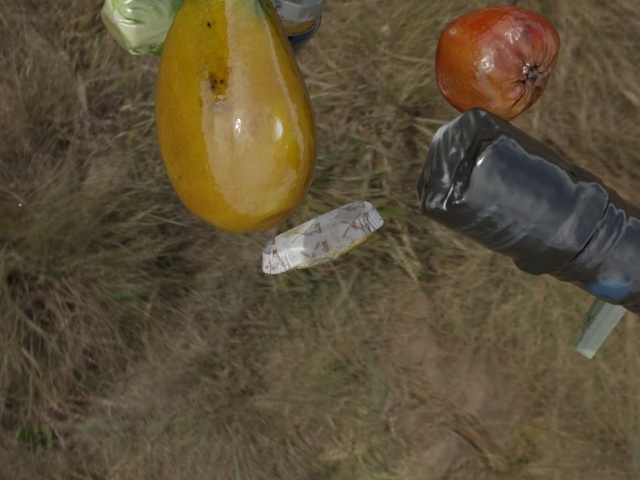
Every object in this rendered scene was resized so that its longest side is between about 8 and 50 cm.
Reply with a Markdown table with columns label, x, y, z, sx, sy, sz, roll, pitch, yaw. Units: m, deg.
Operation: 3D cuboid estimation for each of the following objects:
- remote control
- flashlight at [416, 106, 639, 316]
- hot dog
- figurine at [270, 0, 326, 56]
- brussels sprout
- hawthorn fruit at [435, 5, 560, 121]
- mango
| label | x | y | z | sx | sy | sz | roll | pitch | yaw |
| --- | --- | --- | --- | --- | --- | --- | --- | --- | --- |
| remote control | 0.383 | 0.013 | 1.177 | 0.038 | 0.123 | 0.285 | 32 | 112 | 10 |
| flashlight | 0.270 | 0.027 | 0.835 | 0.424 | 0.103 | 0.103 | 27 | 84 | -19 |
| hot dog | 0.000 | 0.000 | 1.487 | 0.192 | 0.099 | 0.053 | -26 | 111 | 0 |
| figurine | -0.062 | -0.408 | 1.722 | 0.308 | 0.308 | 0.143 | -41 | 77 | -11 |
| brussels sprout | -0.251 | -0.371 | 1.609 | 0.161 | 0.144 | 0.180 | 42 | 70 | -13 |
| hawthorn fruit | 0.175 | -0.179 | 1.011 | 0.128 | 0.128 | 0.128 | -1 | 92 | -16 |
| mango | -0.076 | -0.113 | 0.863 | 0.120 | 0.151 | 0.221 | -3 | 72 | -40 |
